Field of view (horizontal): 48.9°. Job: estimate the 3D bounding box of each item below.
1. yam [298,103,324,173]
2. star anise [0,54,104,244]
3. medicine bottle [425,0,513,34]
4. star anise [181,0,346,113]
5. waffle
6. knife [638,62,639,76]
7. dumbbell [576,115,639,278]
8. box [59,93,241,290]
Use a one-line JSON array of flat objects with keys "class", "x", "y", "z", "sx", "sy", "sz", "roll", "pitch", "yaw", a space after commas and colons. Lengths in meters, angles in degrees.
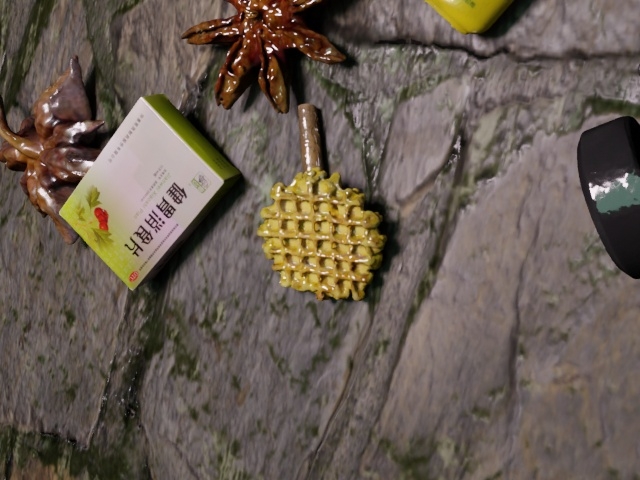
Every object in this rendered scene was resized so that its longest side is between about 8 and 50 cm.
[{"class": "yam", "x": -0.011, "y": -0.112, "z": 0.951, "sx": 0.032, "sy": 0.032, "sz": 0.145, "roll": -9, "pitch": 84, "yaw": 35}, {"class": "star anise", "x": -0.480, "y": -0.161, "z": 1.233, "sx": 0.293, "sy": 0.109, "sz": 0.349, "roll": -26, "pitch": 76, "yaw": 24}, {"class": "medicine bottle", "x": 0.233, "y": -0.367, "z": 0.754, "sx": 0.111, "sy": 0.076, "sz": 0.309, "roll": 49, "pitch": 115, "yaw": 16}, {"class": "star anise", "x": -0.077, "y": -0.308, "z": 0.964, "sx": 0.288, "sy": 0.088, "sz": 0.288, "roll": -1, "pitch": 88, "yaw": 37}, {"class": "waffle", "x": -0.001, "y": -0.005, "z": 0.918, "sx": 0.191, "sy": 0.038, "sz": 0.191, "roll": 11, "pitch": 113, "yaw": 28}, {"class": "knife", "x": 0.376, "y": -0.164, "z": 0.690, "sx": 0.121, "sy": 0.018, "sz": 0.031, "roll": 10, "pitch": 98, "yaw": 33}, {"class": "dumbbell", "x": 0.359, "y": -0.065, "z": 0.622, "sx": 0.218, "sy": 0.153, "sz": 0.152, "roll": -22, "pitch": 78, "yaw": 33}, {"class": "box", "x": -0.266, "y": -0.070, "z": 1.077, "sx": 0.175, "sy": 0.062, "sz": 0.260, "roll": 46, "pitch": 116, "yaw": 3}]
